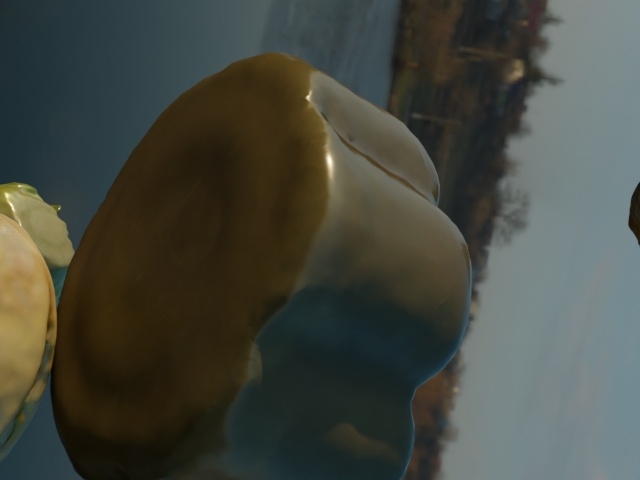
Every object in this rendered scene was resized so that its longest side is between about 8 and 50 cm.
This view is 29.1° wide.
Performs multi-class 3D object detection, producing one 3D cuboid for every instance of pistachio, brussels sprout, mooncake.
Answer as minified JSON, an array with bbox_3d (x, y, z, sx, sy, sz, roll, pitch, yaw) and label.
[{"bbox_3d":[-0.395,0.118,1.256,0.321,0.238,0.229,-64,163,-4],"label":"pistachio"},{"bbox_3d":[-0.590,0.073,2.086,0.371,0.315,0.275,-42,-118,34],"label":"brussels sprout"},{"bbox_3d":[-0.061,0.061,1.231,0.467,0.262,0.466,-37,-141,37],"label":"mooncake"}]

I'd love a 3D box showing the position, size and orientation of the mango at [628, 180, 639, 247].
[{"bbox_3d":[0.582,-0.070,1.830,0.199,0.201,0.350,-57,176,-42],"label":"mango"}]
